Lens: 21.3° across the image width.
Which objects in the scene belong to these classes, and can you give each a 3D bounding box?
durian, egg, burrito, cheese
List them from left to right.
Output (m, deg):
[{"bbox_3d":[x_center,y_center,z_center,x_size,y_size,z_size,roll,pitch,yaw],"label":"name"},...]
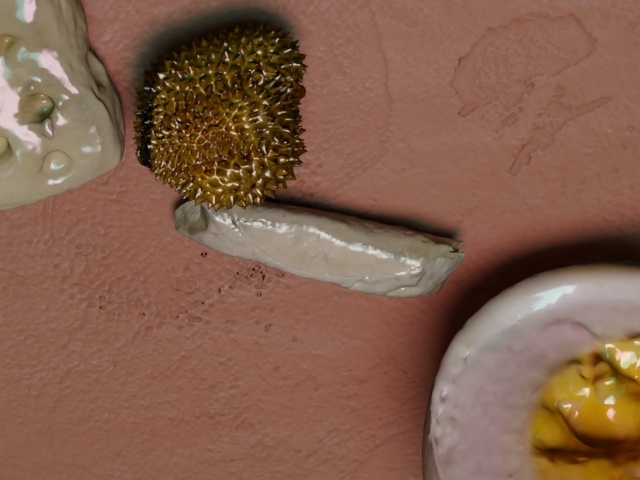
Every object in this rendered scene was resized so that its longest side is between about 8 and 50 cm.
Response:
[{"bbox_3d":[-0.271,-0.153,1.454,0.159,0.093,0.263,-20,119,2],"label":"cheese"},{"bbox_3d":[-0.083,-0.104,1.485,0.168,0.137,0.158,-18,99,-7],"label":"durian"},{"bbox_3d":[0.000,0.000,1.591,0.275,0.059,0.082,15,130,-14],"label":"burrito"},{"bbox_3d":[0.277,0.245,1.617,0.354,0.354,0.340,-12,144,0],"label":"egg"}]
